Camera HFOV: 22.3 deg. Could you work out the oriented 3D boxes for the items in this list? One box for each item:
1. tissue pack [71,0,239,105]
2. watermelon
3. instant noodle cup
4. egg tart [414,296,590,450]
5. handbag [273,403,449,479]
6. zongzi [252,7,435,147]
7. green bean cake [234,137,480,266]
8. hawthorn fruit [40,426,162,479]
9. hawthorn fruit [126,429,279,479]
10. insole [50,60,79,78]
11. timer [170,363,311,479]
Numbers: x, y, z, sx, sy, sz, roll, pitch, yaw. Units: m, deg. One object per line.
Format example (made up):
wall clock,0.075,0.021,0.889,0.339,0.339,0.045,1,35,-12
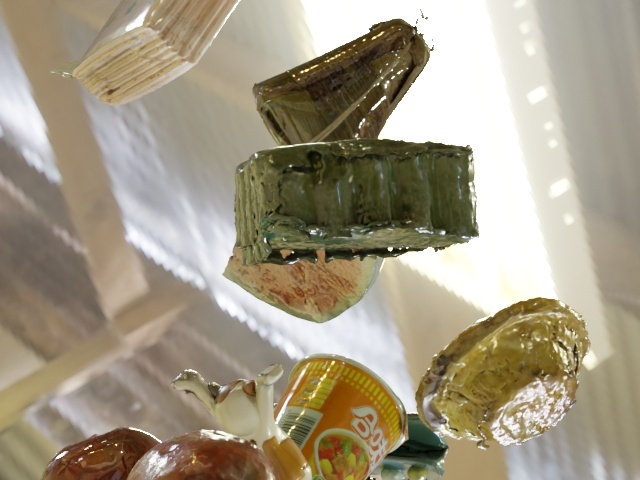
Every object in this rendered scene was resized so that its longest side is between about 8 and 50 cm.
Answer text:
tissue pack,-0.091,-0.270,1.468,0.071,0.325,0.170,41,-28,-21
watermelon,0.000,0.000,2.226,0.260,0.256,0.176,33,12,27
instant noodle cup,-0.008,0.253,1.913,0.168,0.185,0.168,19,-46,21
egg tart,0.231,0.172,1.963,0.241,0.241,0.106,88,-22,-50
handbag,0.054,0.316,2.381,0.274,0.268,0.100,93,0,-72
zongzi,0.067,-0.142,2.071,0.241,0.247,0.111,63,-3,-16
green bean cake,0.033,-0.042,1.749,0.255,0.241,0.132,151,-62,-80
hawthorn fruit,-0.313,0.468,2.608,0.325,0.308,0.308,59,-21,15
hawthorn fruit,-0.096,0.218,1.392,0.149,0.149,0.189,48,-45,29
insole,-0.342,-0.243,2.293,0.192,0.063,0.010,20,-55,66
timer,-0.045,0.247,1.652,0.175,0.175,0.266,12,-53,63
